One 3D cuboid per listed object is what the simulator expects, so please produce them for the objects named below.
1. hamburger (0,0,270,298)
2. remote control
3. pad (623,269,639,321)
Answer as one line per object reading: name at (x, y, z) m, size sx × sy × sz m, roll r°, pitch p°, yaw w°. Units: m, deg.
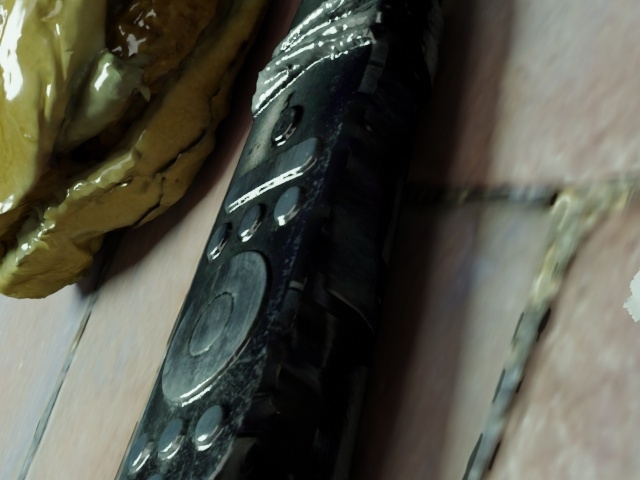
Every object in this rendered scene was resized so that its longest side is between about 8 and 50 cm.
hamburger at (-0.131, -0.110, 0.977) m, size 0.283 × 0.145 × 0.259 m, roll -36°, pitch 32°, yaw 45°
remote control at (0.000, 0.000, 0.647) m, size 0.090 × 0.066 × 0.265 m, roll -19°, pitch 44°, yaw 47°
pad at (0.146, -0.047, 0.390) m, size 0.232 × 0.004 × 0.156 m, roll -60°, pitch 21°, yaw 16°
